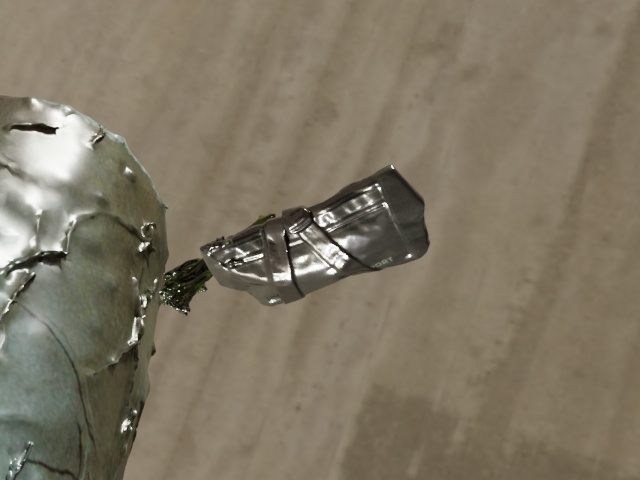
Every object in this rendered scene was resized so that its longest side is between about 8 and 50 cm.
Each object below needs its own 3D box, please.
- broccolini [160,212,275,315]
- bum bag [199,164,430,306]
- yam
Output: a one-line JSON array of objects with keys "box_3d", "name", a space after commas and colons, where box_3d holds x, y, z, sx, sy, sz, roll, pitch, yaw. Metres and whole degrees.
[{"box_3d": [-0.139, 0.031, 1.809, 0.201, 0.074, 0.058, -31, -22, -3], "name": "broccolini"}, {"box_3d": [0.000, 0.000, 1.035, 0.087, 0.198, 0.049, 53, -148, -27], "name": "bum bag"}, {"box_3d": [-0.211, 0.094, 0.704, 0.348, 0.241, 0.241, -75, -15, -47], "name": "yam"}]
